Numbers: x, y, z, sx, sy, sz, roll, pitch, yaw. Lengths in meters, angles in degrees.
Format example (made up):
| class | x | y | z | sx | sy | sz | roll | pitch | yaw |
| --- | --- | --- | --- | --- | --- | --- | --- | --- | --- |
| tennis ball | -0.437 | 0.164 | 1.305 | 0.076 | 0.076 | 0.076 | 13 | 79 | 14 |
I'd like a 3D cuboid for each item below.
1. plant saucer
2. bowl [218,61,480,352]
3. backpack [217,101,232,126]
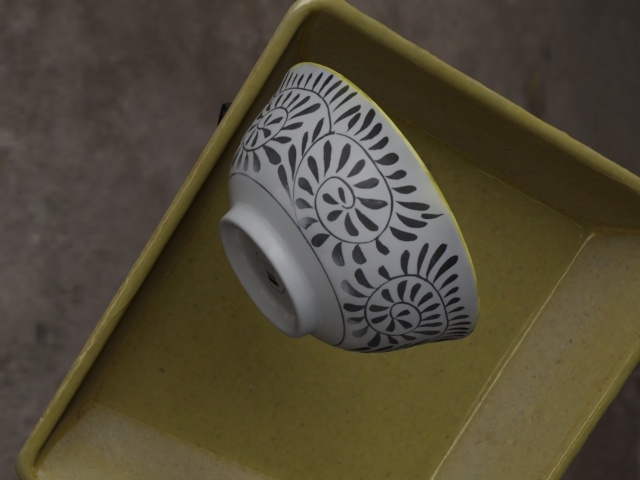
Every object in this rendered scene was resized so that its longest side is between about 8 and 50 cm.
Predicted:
| class | x | y | z | sx | sy | sz | roll | pitch | yaw |
| --- | --- | --- | --- | --- | --- | --- | --- | --- | --- |
| plant saucer | 0.024 | 0.051 | 1.130 | 0.333 | 0.081 | 0.333 | 27 | 100 | -29 |
| bowl | 0.000 | 0.000 | 0.962 | 0.080 | 0.170 | 0.170 | -34 | 125 | -18 |
| backpack | 0.049 | -0.019 | 1.556 | 0.191 | 0.253 | 0.225 | 3 | 106 | -51 |
